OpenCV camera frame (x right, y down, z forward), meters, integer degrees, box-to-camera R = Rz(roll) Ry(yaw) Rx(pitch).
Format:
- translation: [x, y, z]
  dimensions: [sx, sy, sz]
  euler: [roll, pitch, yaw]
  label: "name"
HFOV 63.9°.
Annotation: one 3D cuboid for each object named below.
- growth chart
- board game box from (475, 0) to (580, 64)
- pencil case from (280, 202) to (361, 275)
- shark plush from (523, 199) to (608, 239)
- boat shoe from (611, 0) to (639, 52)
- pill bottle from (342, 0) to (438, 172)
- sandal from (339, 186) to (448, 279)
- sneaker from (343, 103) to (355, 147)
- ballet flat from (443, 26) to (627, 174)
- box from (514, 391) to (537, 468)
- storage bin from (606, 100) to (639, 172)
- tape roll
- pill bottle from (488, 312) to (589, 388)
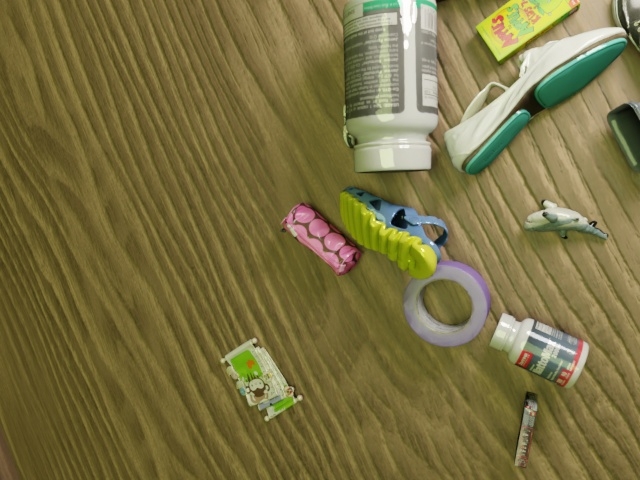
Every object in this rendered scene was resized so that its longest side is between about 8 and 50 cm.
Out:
- translation: [-0.175, 0.396, 1.458]
  dimensions: [0.172, 0.021, 0.237]
  euler: [-44, 78, 23]
  label: "growth chart"
- translation: [0.431, -0.465, 1.073]
  dimensions: [0.181, 0.043, 0.092]
  euler: [-33, 83, 23]
  label: "board game box"
- translation: [0.000, 0.000, 1.290]
  dimensions: [0.209, 0.098, 0.095]
  euler: [38, 116, 15]
  label: "pencil case"
- translation: [0.524, -0.035, 1.095]
  dimensions: [0.161, 0.073, 0.067]
  euler: [10, 121, 2]
  label: "shark plush"
- translation: [0.632, -0.400, 0.977]
  dimensions: [0.077, 0.070, 0.219]
  euler: [-28, 84, 24]
  label: "boat shoe"
- translation: [0.153, -0.332, 1.124]
  dimensions: [0.204, 0.204, 0.361]
  euler: [1, 96, 24]
  label: "pill bottle"
- translation: [0.173, -0.035, 1.207]
  dimensions: [0.317, 0.138, 0.126]
  euler: [38, 149, 30]
  label: "sandal"
- translation: [0.080, -0.281, 1.253]
  dimensions: [0.043, 0.040, 0.109]
  euler: [0, 97, 22]
  label: "sneaker"
- translation: [0.417, -0.309, 1.063]
  dimensions: [0.400, 0.139, 0.139]
  euler: [-42, 79, 23]
  label: "ballet flat"
- translation: [0.457, 0.418, 1.139]
  dimensions: [0.027, 0.094, 0.137]
  euler: [10, 100, 22]
  label: "box"
- translation: [0.638, -0.213, 0.993]
  dimensions: [0.091, 0.098, 0.135]
  euler: [-24, 85, -3]
  label: "storage bin"
- translation: [0.292, 0.145, 1.188]
  dimensions: [0.189, 0.080, 0.189]
  euler: [3, 97, 24]
  label: "tape roll"
- translation: [0.465, 0.231, 1.106]
  dimensions: [0.180, 0.108, 0.108]
  euler: [23, 105, 20]
  label: "pill bottle"
